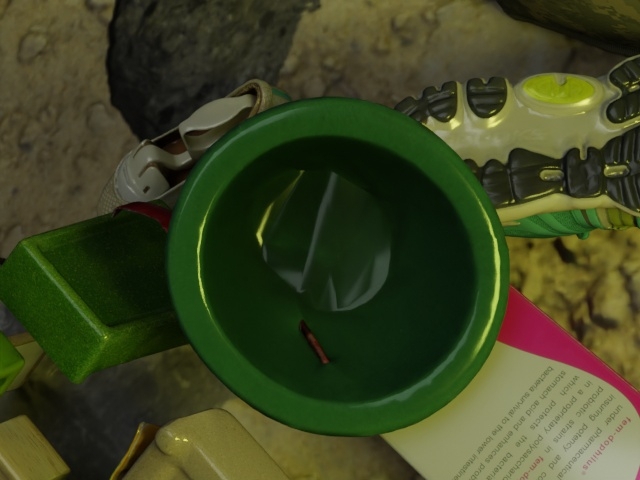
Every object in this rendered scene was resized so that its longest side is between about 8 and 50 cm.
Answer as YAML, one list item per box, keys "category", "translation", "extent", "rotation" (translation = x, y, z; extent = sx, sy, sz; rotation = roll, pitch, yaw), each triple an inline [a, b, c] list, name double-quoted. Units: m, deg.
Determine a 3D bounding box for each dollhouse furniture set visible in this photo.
- category: "dollhouse furniture set"
  translation: [-0.100, 0.155, 0.988]
  extent: [0.301, 0.151, 0.197]
  rotation: [47, 117, 15]

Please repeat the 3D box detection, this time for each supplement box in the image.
- category: "supplement box"
  translation: [0.120, 0.110, 0.862]
  extent: [0.111, 0.114, 0.220]
  rotation: [-49, 56, 2]

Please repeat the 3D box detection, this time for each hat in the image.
- category: "hat"
  translation: [0.000, 0.000, 0.895]
  extent: [0.208, 0.183, 0.173]
  rotation: [43, 93, -2]

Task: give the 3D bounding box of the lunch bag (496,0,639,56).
- category: "lunch bag"
  translation: [0.211, -0.198, 0.859]
  extent: [0.287, 0.235, 0.169]
  rotation: [24, 85, 31]

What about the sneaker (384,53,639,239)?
- category: "sneaker"
  translation: [0.167, -0.047, 0.903]
  extent: [0.275, 0.110, 0.107]
  rotation: [2, 75, 8]

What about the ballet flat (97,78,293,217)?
- category: "ballet flat"
  translation: [-0.096, -0.062, 1.073]
  extent: [0.168, 0.052, 0.057]
  rotation: [-32, 60, 14]
